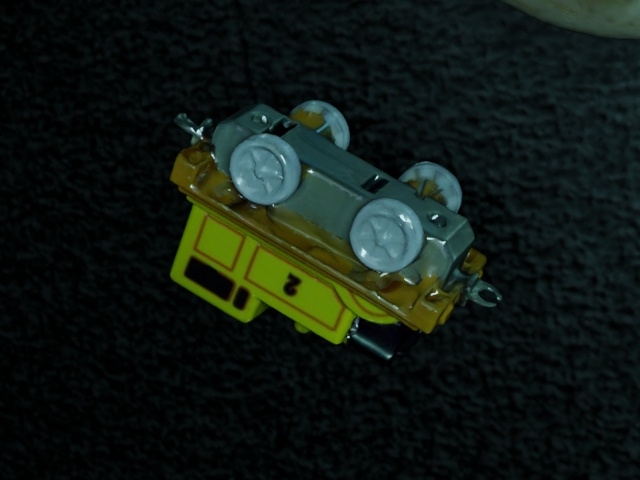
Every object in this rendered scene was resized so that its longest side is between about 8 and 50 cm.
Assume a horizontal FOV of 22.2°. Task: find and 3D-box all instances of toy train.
[{"bbox_3d":[0.000,0.000,0.950,0.219,0.089,0.127,30,120,11],"label":"toy train"}]

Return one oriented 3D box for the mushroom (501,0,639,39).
[{"bbox_3d":[0.143,-0.213,0.778,0.243,0.243,0.244,4,103,19],"label":"mushroom"}]
